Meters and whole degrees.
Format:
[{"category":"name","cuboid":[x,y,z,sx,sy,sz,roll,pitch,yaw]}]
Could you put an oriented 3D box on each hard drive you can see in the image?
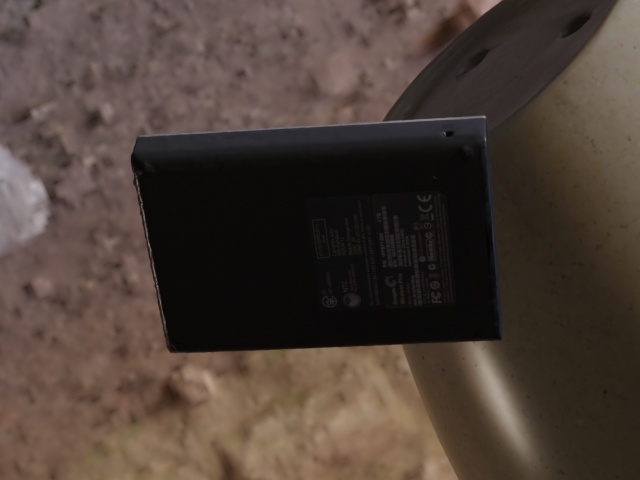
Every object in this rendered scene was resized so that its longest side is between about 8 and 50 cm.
[{"category":"hard drive","cuboid":[0.000,0.000,0.743,0.135,0.022,0.094,-3,123,7]}]

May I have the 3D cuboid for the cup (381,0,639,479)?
[{"category":"cup","cuboid":[0.161,-0.005,0.973,0.331,0.237,0.331,-38,-162,14]}]
